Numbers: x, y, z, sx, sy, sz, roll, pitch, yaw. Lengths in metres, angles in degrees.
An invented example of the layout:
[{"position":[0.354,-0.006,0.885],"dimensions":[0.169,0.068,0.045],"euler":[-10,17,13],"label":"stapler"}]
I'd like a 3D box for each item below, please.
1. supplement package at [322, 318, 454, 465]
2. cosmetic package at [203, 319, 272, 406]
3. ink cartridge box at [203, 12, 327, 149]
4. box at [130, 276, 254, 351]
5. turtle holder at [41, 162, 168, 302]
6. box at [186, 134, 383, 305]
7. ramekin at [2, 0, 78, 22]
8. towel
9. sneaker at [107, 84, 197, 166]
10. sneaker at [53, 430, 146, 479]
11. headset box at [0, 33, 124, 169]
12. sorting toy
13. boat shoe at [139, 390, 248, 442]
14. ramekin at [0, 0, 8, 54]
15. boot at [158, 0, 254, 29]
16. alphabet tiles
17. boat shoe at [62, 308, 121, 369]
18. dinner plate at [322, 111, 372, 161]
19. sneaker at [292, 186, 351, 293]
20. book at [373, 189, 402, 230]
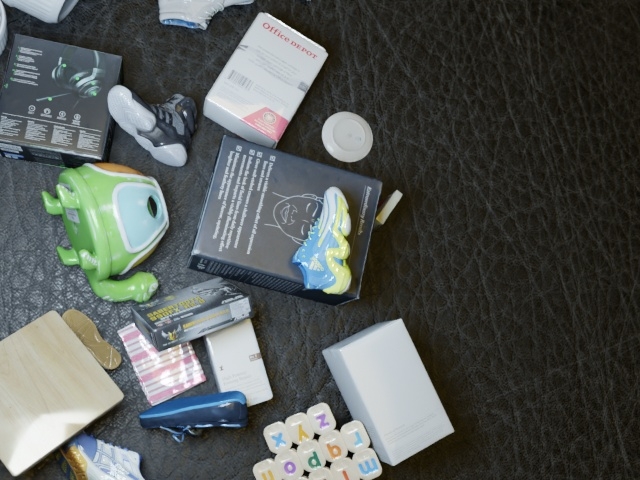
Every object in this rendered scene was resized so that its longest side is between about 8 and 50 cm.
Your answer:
[{"position":[0.158,0.358,1.660],"dimensions":[0.175,0.177,0.292],"euler":[-24,87,-17],"label":"supplement package"},{"position":[-0.203,0.279,1.634],"dimensions":[0.117,0.085,0.231],"euler":[-17,85,-17],"label":"cosmetic package"},{"position":[-0.139,-0.400,1.757],"dimensions":[0.207,0.117,0.283],"euler":[30,75,-7],"label":"ink cartridge box"},{"position":[-0.292,0.161,1.562],"dimensions":[0.231,0.183,0.056],"euler":[-18,110,-26],"label":"box"},{"position":[-0.458,-0.023,1.547],"dimensions":[0.228,0.243,0.320],"euler":[-20,79,-32],"label":"turtle holder"},{"position":[-0.089,-0.037,1.654],"dimensions":[0.396,0.212,0.293],"euler":[16,76,-10],"label":"box"},{"position":[-0.617,-0.636,1.613],"dimensions":[0.127,0.273,0.272],"euler":[32,74,-19],"label":"ramekin"},{"position":[-0.372,0.270,1.621],"dimensions":[0.144,0.029,0.197],"euler":[-24,86,-18],"label":"towel"},{"position":[-0.388,-0.306,1.636],"dimensions":[0.101,0.268,0.153],"euler":[6,62,30],"label":"sneaker"},{"position":[-0.473,0.500,1.529],"dimensions":[0.296,0.112,0.131],"euler":[48,45,6],"label":"sneaker"},{"position":[-0.607,-0.324,1.618],"dimensions":[0.247,0.131,0.282],"euler":[9,78,-12],"label":"headset box"},{"position":[-0.600,0.325,1.458],"dimensions":[0.255,0.089,0.257],"euler":[-36,75,-32],"label":"sorting toy"},{"position":[-0.287,0.405,1.543],"dimensions":[0.258,0.109,0.088],"euler":[-11,98,20],"label":"boat shoe"},{"position":[-0.833,-0.498,1.603],"dimensions":[0.207,0.109,0.207],"euler":[2,81,-12],"label":"ramekin"},{"position":[-0.288,-0.603,1.780],"dimensions":[0.259,0.095,0.123],"euler":[1,86,-5],"label":"boot"},{"position":[-0.007,0.538,1.622],"dimensions":[0.284,0.021,0.277],"euler":[-25,85,2],"label":"alphabet tiles"},{"position":[-0.530,0.232,1.573],"dimensions":[0.170,0.059,0.063],"euler":[51,52,-4],"label":"boat shoe"},{"position":[0.074,-0.279,1.842],"dimensions":[0.141,0.017,0.141],"euler":[3,80,-15],"label":"dinner plate"},{"position":[0.000,0.000,1.512],"dimensions":[0.126,0.091,0.240],"euler":[-3,82,-14],"label":"sneaker"},{"position":[0.151,-0.071,1.754],"dimensions":[0.035,0.144,0.096],"euler":[38,74,-5],"label":"book"}]
